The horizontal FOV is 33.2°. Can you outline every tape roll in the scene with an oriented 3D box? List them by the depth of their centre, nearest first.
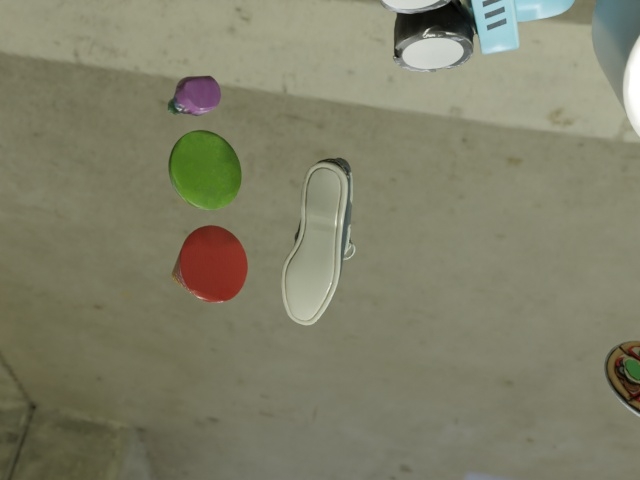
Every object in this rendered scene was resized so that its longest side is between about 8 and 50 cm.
[{"bbox_3d":[0.461,-0.233,1.273,0.246,0.169,0.246,0,123,-1],"label":"tape roll"}]

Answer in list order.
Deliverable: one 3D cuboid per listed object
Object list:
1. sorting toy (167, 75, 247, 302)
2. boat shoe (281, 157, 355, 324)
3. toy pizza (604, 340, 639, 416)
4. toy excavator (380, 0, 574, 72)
[{"bbox_3d":[-0.207,-0.075,1.703,0.127,0.366,0.126,2,168,-37],"label":"sorting toy"},{"bbox_3d":[0.000,0.000,1.603,0.095,0.255,0.079,11,-164,19],"label":"boat shoe"},{"bbox_3d":[0.589,0.241,1.850,0.201,0.201,0.032,14,130,-2],"label":"toy pizza"},{"bbox_3d":[0.304,-0.359,1.378,0.445,0.222,0.433,-7,158,13],"label":"toy excavator"}]
